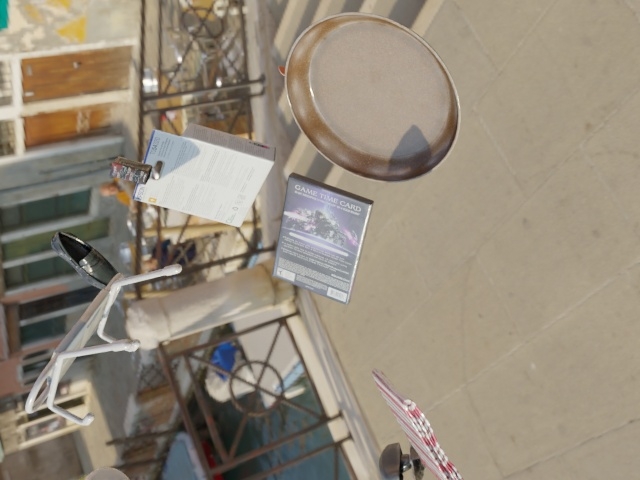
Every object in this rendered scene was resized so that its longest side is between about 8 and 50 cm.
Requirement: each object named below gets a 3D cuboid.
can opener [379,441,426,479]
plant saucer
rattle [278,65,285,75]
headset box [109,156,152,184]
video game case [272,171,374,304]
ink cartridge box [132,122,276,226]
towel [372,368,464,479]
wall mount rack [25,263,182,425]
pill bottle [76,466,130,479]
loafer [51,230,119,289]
[{"bbox_3d":[0.156,0.482,1.304,0.283,0.095,0.076,-83,-23,-57],"label":"can opener"},{"bbox_3d":[0.088,-0.236,1.193,0.310,0.050,0.311,19,138,18],"label":"plant saucer"},{"bbox_3d":[0.034,-0.278,1.356,0.130,0.199,0.143,-122,18,-62],"label":"rattle"},{"bbox_3d":[-0.397,-0.147,1.504,0.062,0.083,0.032,-103,30,-72],"label":"headset box"},{"bbox_3d":[0.000,0.000,1.620,0.196,0.026,0.274,21,123,14],"label":"video game case"},{"bbox_3d":[-0.329,-0.186,2.012,0.324,0.329,0.072,126,154,-50],"label":"ink cartridge box"},{"bbox_3d":[0.151,0.290,1.103,0.197,0.029,0.144,60,170,-15],"label":"towel"},{"bbox_3d":[-0.398,0.179,1.359,0.130,0.350,0.304,28,131,-4],"label":"wall mount rack"},{"bbox_3d":[-0.518,0.587,1.536,0.245,0.136,0.136,-32,72,27],"label":"pill bottle"},{"bbox_3d":[-0.622,0.056,1.932,0.223,0.076,0.078,40,151,-8],"label":"loafer"}]
